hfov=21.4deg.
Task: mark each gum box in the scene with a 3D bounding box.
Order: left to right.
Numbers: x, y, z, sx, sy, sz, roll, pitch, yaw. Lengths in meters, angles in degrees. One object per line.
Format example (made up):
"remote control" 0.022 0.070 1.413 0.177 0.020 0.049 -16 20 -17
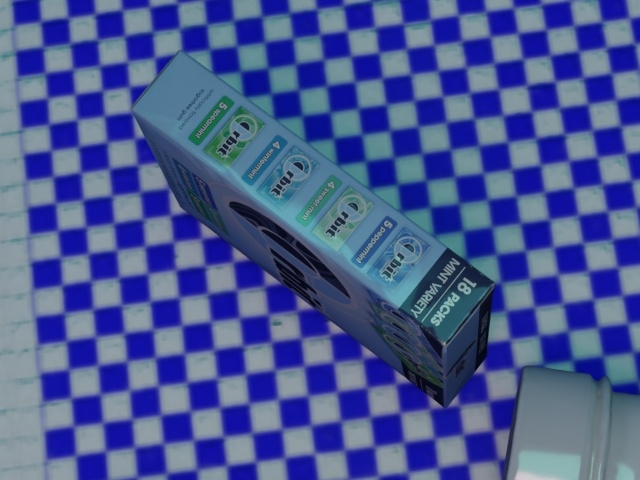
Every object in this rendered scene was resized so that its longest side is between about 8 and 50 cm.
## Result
"gum box" 0.000 0.000 0.834 0.184 0.157 0.041 36 80 12

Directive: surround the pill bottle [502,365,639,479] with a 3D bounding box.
"pill bottle" 0.201 0.126 0.797 0.229 0.131 0.131 9 74 6
